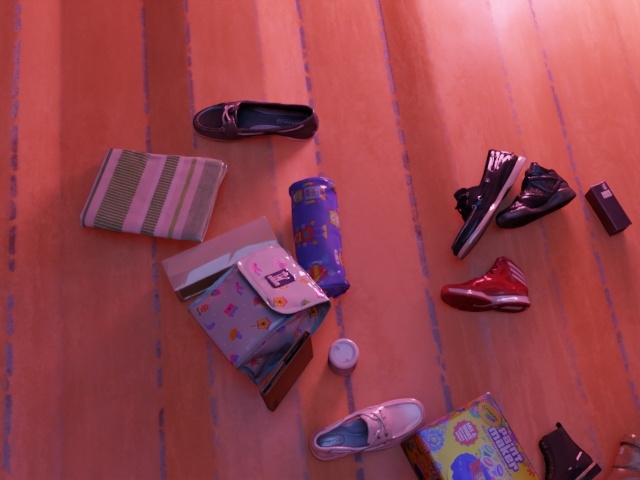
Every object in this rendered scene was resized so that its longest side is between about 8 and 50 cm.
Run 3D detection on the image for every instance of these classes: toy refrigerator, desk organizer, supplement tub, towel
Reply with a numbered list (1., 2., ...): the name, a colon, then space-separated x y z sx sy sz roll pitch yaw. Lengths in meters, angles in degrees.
1. toy refrigerator: -0.235 0.050 1.815 0.270 0.102 0.094 -25 72 -11
2. desk organizer: 0.730 -0.080 1.909 0.047 0.050 0.130 -22 71 -9
3. supplement tub: 0.052 0.271 1.733 0.071 0.107 0.071 1 69 -1
4. towel: -0.416 -0.116 1.868 0.325 0.038 0.247 7 59 10

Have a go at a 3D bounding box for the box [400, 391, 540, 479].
1. box: 0.324 0.502 1.560 0.177 0.279 0.290 -25 71 -10

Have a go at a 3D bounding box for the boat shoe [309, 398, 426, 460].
1. boat shoe: 0.112 0.424 1.681 0.277 0.096 0.098 -19 70 -8

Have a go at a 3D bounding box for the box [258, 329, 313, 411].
1. box: -0.072 0.293 1.672 0.021 0.201 0.164 33 72 14

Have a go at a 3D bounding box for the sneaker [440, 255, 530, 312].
1. sneaker: 0.397 0.103 1.829 0.221 0.087 0.128 9 60 -11

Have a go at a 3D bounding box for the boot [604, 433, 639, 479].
1. boot: 0.710 0.595 1.640 0.236 0.089 0.269 27 71 20

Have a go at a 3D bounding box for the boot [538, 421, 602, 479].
1. boot: 0.509 0.513 1.676 0.198 0.077 0.137 -27 67 -25

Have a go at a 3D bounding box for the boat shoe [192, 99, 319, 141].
1. boat shoe: -0.170 -0.323 1.960 0.335 0.095 0.112 2 69 0

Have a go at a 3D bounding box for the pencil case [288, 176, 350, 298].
1. pencil case: 0.000 0.000 1.829 0.119 0.133 0.306 -22 65 33

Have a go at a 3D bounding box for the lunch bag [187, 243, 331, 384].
1. lunch bag: -0.130 0.153 1.704 0.262 0.160 0.223 -43 56 -4

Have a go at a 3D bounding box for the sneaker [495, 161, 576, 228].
1. sneaker: 0.522 -0.115 1.903 0.228 0.087 0.130 -25 70 -13

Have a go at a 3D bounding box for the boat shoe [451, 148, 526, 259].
1. boat shoe: 0.392 -0.103 1.873 0.113 0.127 0.340 31 70 11
